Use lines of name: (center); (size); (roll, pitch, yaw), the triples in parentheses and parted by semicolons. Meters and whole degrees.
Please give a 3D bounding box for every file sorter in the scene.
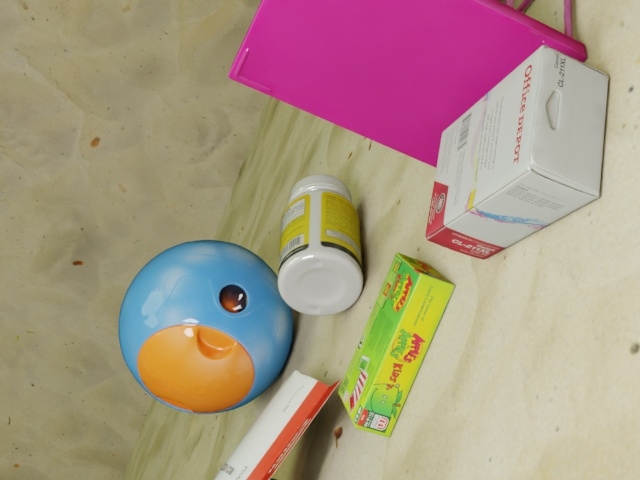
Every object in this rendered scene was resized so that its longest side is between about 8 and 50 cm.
file sorter: (0.088, -0.237, 0.822); (0.202, 0.290, 0.182); (128, 159, -49)

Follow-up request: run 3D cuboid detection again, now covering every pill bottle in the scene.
pill bottle: (0.000, 0.000, 1.155); (0.209, 0.119, 0.119); (-89, 24, -52)

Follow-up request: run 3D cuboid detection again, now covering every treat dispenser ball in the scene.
treat dispenser ball: (-0.188, 0.142, 1.314); (0.288, 0.288, 0.288); (-160, 90, -75)

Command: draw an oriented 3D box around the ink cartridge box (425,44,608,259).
ink cartridge box: (0.175, -0.072, 0.721); (0.175, 0.072, 0.128); (140, 147, -62)

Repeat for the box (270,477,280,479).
box: (-0.071, 0.429, 0.976); (0.100, 0.060, 0.244); (170, 119, -74)

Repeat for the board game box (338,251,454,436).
board game box: (0.080, 0.113, 0.876); (0.092, 0.043, 0.181); (-130, 61, -72)

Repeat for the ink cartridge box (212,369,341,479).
ink cartridge box: (-0.065, 0.249, 1.002); (0.189, 0.066, 0.232); (-52, -8, -20)
